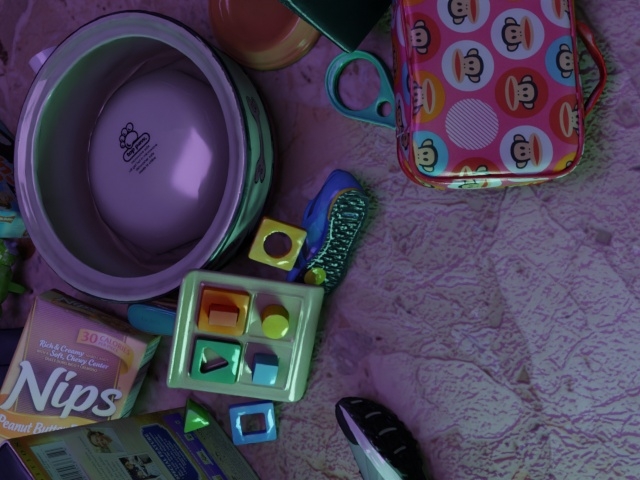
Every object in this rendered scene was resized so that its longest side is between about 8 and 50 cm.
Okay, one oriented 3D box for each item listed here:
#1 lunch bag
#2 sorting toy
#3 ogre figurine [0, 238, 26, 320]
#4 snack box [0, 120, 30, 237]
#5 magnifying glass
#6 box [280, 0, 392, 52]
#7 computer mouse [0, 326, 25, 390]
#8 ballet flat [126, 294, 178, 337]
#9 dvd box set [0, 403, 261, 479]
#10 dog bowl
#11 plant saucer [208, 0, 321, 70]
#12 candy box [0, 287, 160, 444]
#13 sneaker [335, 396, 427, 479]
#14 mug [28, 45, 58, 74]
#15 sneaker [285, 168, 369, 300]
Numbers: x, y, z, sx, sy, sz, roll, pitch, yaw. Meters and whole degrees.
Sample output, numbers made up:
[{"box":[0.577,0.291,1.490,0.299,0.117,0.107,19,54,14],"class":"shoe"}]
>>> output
[{"box":[0.220,-0.211,1.568,0.258,0.120,0.293,-2,89,-3],"class":"lunch bag"},{"box":[-0.101,0.134,1.728,0.196,0.047,0.348,7,112,-11],"class":"sorting toy"},{"box":[-0.535,0.063,2.033,0.118,0.097,0.197,3,57,39],"class":"ogre figurine"},{"box":[-0.536,-0.131,1.979,0.322,0.187,0.060,48,111,20],"class":"snack box"},{"box":[0.094,-0.171,1.723,0.231,0.026,0.092,44,109,21],"class":"magnifying glass"},{"box":[-0.028,-0.581,1.595,0.472,0.297,0.480,41,96,22],"class":"box"},{"box":[-0.495,0.206,2.019,0.272,0.072,0.189,-15,82,28],"class":"computer mouse"},{"box":[-0.168,0.115,1.838,0.232,0.073,0.080,17,117,23],"class":"ballet flat"},{"box":[-0.200,0.364,1.657,0.062,0.420,0.308,-48,70,20],"class":"dvd box set"},{"box":[-0.238,-0.114,1.835,0.408,0.150,0.408,0,90,30],"class":"dog bowl"},{"box":[-0.080,-0.341,1.813,0.200,0.037,0.200,0,90,29],"class":"plant saucer"},{"box":[-0.383,0.252,1.910,0.183,0.087,0.316,23,100,4],"class":"candy box"},{"box":[0.091,0.327,1.681,0.108,0.100,0.271,-41,71,28],"class":"sneaker"},{"box":[-0.410,-0.258,1.992,0.062,0.078,0.064,-28,84,-7],"class":"mug"},{"box":[0.000,0.000,1.759,0.209,0.069,0.082,-65,32,21],"class":"sneaker"}]
